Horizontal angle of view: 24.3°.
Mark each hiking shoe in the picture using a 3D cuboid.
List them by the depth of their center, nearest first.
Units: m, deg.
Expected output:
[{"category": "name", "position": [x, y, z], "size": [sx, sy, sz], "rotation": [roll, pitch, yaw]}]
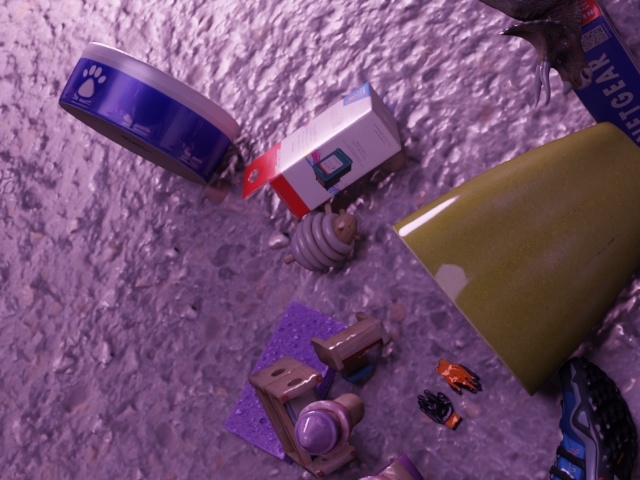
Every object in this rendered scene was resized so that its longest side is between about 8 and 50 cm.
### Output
[{"category": "hiking shoe", "position": [0.312, 0.281, 1.796], "size": [0.132, 0.113, 0.304], "rotation": [-29, 47, 30]}]

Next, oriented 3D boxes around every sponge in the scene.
[{"category": "sponge", "position": [-0.042, 0.197, 2.098], "size": [0.117, 0.031, 0.210], "rotation": [22, 79, 37]}]

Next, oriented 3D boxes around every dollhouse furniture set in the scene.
[{"category": "dollhouse furniture set", "position": [0.026, 0.204, 1.987], "size": [0.183, 0.129, 0.129], "rotation": [-29, 17, -16]}]

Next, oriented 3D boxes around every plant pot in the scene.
[{"category": "plant pot", "position": [0.289, -0.003, 1.860], "size": [0.293, 0.275, 0.275], "rotation": [-39, 53, 3]}]

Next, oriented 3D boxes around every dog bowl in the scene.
[{"category": "dog bowl", "position": [-0.262, -0.192, 2.273], "size": [0.265, 0.265, 0.104], "rotation": [23, 83, 37]}]

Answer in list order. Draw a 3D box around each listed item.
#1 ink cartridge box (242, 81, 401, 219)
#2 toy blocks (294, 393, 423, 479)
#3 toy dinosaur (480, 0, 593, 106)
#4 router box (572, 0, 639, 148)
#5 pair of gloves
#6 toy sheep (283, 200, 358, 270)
[{"category": "ink cartridge box", "position": [0.000, -0.119, 2.164], "size": [0.231, 0.078, 0.134], "rotation": [-34, 20, 13]}, {"category": "toy blocks", "position": [0.006, 0.383, 1.768], "size": [0.288, 0.260, 0.309], "rotation": [-44, 82, 15]}, {"category": "toy dinosaur", "position": [0.230, -0.316, 1.713], "size": [0.160, 0.121, 0.313], "rotation": [-33, 58, -2]}, {"category": "router box", "position": [0.324, -0.292, 1.930], "size": [0.082, 0.335, 0.301], "rotation": [-31, 56, 14]}, {"category": "pair of gloves", "position": [0.171, 0.204, 1.980], "size": [0.074, 0.010, 0.083], "rotation": [30, 87, 36]}, {"category": "toy sheep", "position": [0.000, 0.000, 2.138], "size": [0.132, 0.091, 0.091], "rotation": [-33, 53, 31]}]
